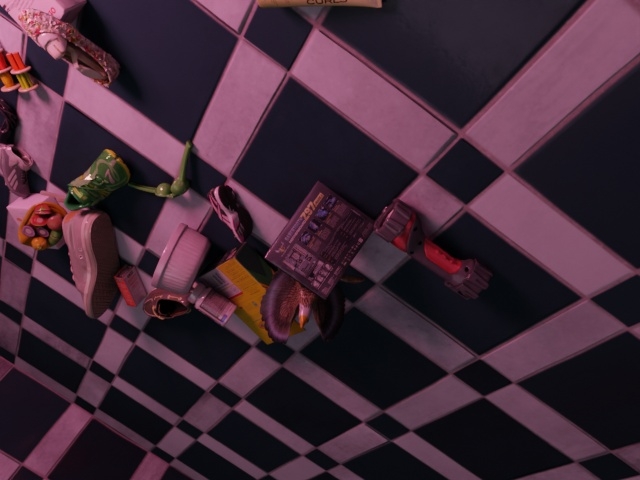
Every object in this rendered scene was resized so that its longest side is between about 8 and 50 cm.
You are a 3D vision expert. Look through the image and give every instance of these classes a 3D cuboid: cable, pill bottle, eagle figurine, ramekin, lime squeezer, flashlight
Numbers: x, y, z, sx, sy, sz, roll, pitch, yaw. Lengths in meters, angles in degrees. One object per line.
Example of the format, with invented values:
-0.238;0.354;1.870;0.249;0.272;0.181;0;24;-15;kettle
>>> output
-0.979;-0.383;1.563;0.150;0.047;0.184;48;135;-11;cable
-0.327;0.191;1.580;0.137;0.078;0.078;36;135;-4;pill bottle
-0.037;0.157;1.446;0.226;0.225;0.298;39;149;15;eagle figurine
-0.406;0.062;1.553;0.109;0.207;0.207;25;135;-8;ramekin
-0.435;-0.165;1.469;0.310;0.059;0.110;-21;117;38;lime squeezer
0.275;0.021;1.257;0.304;0.103;0.103;33;166;-8;flashlight

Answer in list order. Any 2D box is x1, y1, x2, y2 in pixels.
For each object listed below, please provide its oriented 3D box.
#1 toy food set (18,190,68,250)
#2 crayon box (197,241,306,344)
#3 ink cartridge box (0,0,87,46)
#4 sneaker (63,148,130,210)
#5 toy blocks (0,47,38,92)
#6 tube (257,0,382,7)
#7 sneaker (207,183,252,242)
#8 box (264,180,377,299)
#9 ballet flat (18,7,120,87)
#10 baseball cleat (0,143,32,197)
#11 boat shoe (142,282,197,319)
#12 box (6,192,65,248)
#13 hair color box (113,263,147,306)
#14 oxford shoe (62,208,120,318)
-0.880;-0.048;1.680;0.128;0.071;0.218;25;109;-34;toy food set
-0.196;0.170;1.605;0.202;0.081;0.318;-26;112;41;crayon box
-0.665;-0.578;1.201;0.148;0.086;0.203;-24;115;38;ink cartridge box
-0.658;-0.160;1.535;0.109;0.123;0.295;46;132;-15;sneaker
-0.835;-0.475;1.398;0.123;0.054;0.148;8;131;21;toy blocks
-0.005;-0.479;0.985;0.240;0.062;0.070;4;170;17;tube
-0.254;-0.076;1.460;0.077;0.072;0.178;0;121;41;sneaker
0.000;0.000;1.288;0.183;0.233;0.059;34;174;-6;box
-0.572;-0.438;1.210;0.091;0.077;0.241;-23;149;32;ballet flat
-0.963;-0.216;1.675;0.109;0.072;0.206;1;140;6;baseball cleat
-0.533;0.219;1.825;0.305;0.091;0.109;-19;118;37;boat shoe
-0.946;-0.066;1.781;0.130;0.091;0.170;5;130;23;box
-0.671;0.160;1.857;0.043;0.072;0.141;9;130;20;hair color box
-0.779;0.076;1.774;0.130;0.169;0.449;17;126;9;oxford shoe
